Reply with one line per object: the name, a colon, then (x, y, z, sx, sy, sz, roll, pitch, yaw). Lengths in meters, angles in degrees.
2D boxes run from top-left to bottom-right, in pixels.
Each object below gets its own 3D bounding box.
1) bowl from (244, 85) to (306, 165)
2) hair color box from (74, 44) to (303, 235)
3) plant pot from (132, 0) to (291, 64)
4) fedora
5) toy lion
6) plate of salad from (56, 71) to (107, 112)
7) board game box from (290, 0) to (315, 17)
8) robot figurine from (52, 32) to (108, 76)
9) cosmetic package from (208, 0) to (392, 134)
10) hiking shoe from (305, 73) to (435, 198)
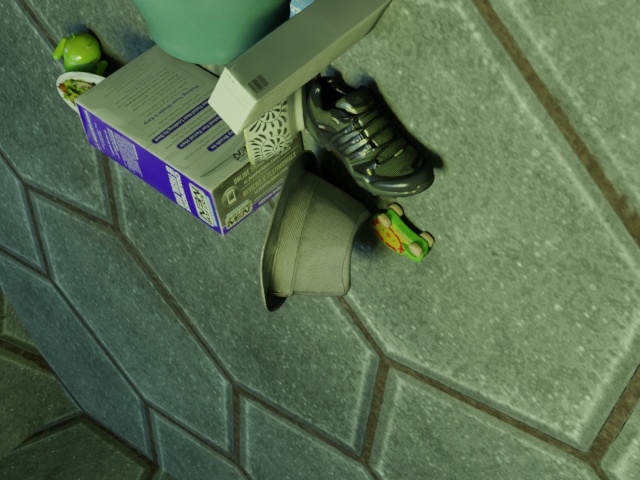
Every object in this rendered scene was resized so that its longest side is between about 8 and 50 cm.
bowl: (-0.062, -0.192, 1.701, 0.080, 0.170, 0.170, -2, 140, 4)
hair color box: (-0.207, -0.166, 1.886, 0.339, 0.185, 0.110, 33, 150, 34)
plant pot: (-0.132, -0.355, 1.395, 0.271, 0.271, 0.255, 38, 152, 25)
fedora: (0.000, 0.000, 1.773, 0.124, 0.244, 0.275, 16, 161, 5)
toy lion: (0.115, -0.006, 1.760, 0.100, 0.034, 0.096, 44, 161, 13)
plate of salad: (-0.392, -0.240, 2.181, 0.199, 0.048, 0.200, 17, 156, 8)
board game box: (-0.084, -0.391, 1.558, 0.281, 0.027, 0.145, 42, 152, 17)
robot figurine: (-0.431, -0.330, 2.170, 0.101, 0.067, 0.115, 33, 153, 8)
cosmetic package: (-0.022, -0.230, 1.427, 0.060, 0.239, 0.099, 47, 155, 4)
hiking shoe: (0.058, -0.144, 1.594, 0.227, 0.086, 0.114, 37, 155, 29)
